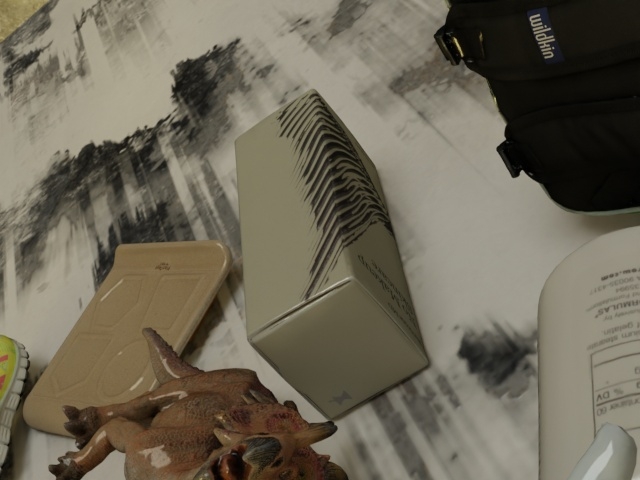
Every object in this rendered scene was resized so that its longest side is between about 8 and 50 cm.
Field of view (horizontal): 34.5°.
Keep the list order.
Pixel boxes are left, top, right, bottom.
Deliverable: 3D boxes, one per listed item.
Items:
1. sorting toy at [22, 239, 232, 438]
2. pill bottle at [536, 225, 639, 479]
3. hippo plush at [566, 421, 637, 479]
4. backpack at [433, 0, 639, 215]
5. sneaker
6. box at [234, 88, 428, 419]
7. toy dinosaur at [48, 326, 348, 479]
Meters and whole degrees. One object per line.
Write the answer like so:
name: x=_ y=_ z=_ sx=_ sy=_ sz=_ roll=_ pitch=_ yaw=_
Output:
sorting toy: x=-0.183 y=0.096 z=0.990 sx=0.193 sy=0.038 sz=0.208 roll=-3 pitch=54 yaw=46
pill bottle: x=0.170 y=0.114 z=0.489 sx=0.131 sy=0.131 sz=0.229 roll=-21 pitch=38 yaw=30
hippo plush: x=-0.007 y=0.248 z=0.357 sx=0.236 sy=0.294 sz=0.234 roll=-8 pitch=15 yaw=35
backpack: x=0.227 y=-0.136 z=0.626 sx=0.191 sy=0.225 sz=0.253 roll=-37 pitch=17 yaw=-23
sneaker: x=-0.350 y=0.160 z=1.018 sx=0.081 sy=0.094 sz=0.208 roll=-54 pitch=24 yaw=26
box: x=0.000 y=0.000 z=0.830 sx=0.094 sy=0.113 sz=0.275 roll=-32 pitch=35 yaw=15
toy dinosaur: x=-0.073 y=0.142 z=0.741 sx=0.200 sy=0.127 sz=0.295 roll=-29 pitch=21 yaw=7
